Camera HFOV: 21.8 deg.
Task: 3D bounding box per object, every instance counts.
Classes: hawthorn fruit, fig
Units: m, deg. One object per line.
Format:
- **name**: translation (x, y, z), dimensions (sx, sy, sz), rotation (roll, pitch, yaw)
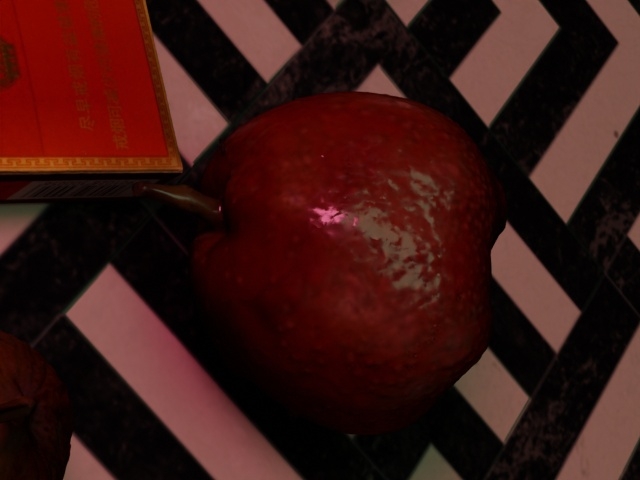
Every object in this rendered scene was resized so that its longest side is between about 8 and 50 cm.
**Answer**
- **hawthorn fruit**: translation (0.000, 0.000, 1.107), dimensions (0.266, 0.210, 0.230), rotation (24, 78, -33)
- **fig**: translation (-0.185, 0.098, 0.922), dimensions (0.134, 0.201, 0.146), rotation (-2, 67, -31)

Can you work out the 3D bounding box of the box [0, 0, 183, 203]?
- **box**: translation (-0.214, -0.102, 1.069), dimensions (0.240, 0.074, 0.153), rotation (-3, 78, -42)
